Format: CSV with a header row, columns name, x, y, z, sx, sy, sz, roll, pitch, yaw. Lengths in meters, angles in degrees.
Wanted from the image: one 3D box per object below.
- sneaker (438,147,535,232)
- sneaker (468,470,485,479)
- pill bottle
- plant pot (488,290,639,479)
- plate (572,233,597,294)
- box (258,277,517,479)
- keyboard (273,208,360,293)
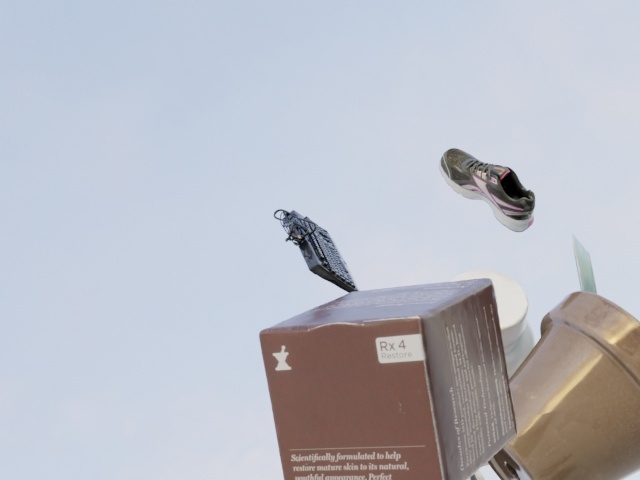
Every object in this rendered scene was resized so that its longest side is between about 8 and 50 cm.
name,x,y,z,sx,sy,sz,roll,pitch,yaw
sneaker,0.272,-0.097,1.802,0.072,0.178,0.077,-45,-19,-30
sneaker,0.121,0.338,1.675,0.094,0.235,0.153,-48,-5,36
pill bottle,0.246,0.201,1.816,0.176,0.176,0.318,-22,-42,-21
plant pot,0.335,0.234,1.505,0.229,0.263,0.263,-37,-43,-14
plate,0.410,0.081,1.748,0.024,0.188,0.188,-9,-44,12
box,0.071,0.140,1.105,0.203,0.168,0.167,-18,-80,-61
keyboard,0.000,0.000,1.406,0.100,0.192,0.038,28,-77,-21
